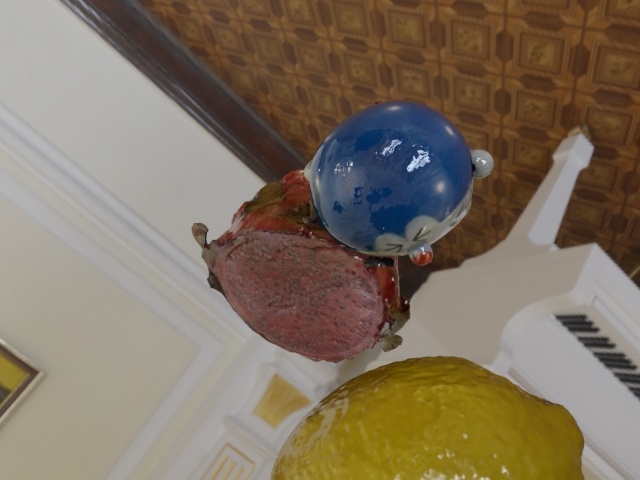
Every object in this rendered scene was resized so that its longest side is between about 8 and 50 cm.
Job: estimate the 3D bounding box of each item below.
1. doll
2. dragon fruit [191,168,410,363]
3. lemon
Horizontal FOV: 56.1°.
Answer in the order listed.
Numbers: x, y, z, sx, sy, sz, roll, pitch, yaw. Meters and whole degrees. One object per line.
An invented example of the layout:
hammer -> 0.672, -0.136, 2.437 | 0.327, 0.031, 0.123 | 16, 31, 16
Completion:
doll -> 0.075, -0.070, 0.648 | 0.215, 0.257, 0.161 | -12, 105, 17
dragon fruit -> 0.000, 0.000, 0.972 | 0.296, 0.263, 0.314 | -23, 116, 37
lemon -> 0.065, 0.193, 0.420 | 0.204, 0.260, 0.204 | 50, -174, -7
